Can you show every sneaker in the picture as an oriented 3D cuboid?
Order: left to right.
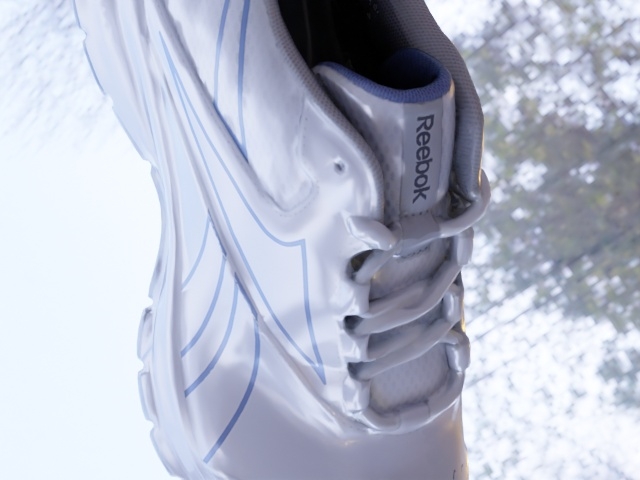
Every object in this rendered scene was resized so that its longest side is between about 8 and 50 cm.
[{"bbox_3d":[0.000,0.000,0.484,0.111,0.129,0.297,-23,-77,-34],"label":"sneaker"}]
